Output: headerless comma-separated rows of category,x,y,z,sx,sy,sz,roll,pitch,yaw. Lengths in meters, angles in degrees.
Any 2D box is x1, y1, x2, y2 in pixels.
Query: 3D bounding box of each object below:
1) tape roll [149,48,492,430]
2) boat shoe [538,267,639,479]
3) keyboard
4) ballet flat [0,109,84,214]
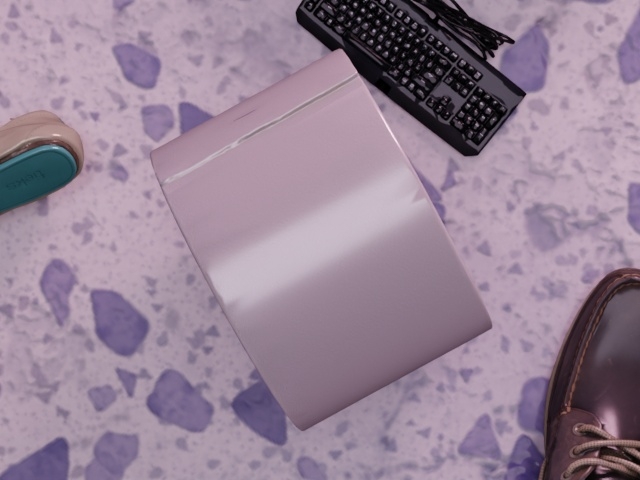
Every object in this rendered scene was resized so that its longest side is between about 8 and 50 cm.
tape roll,0.000,0.000,1.493,0.169,0.246,0.246,-29,88,2
boat shoe,0.232,0.199,1.538,0.132,0.130,0.355,9,89,2
keyboard,0.079,-0.161,1.597,0.192,0.038,0.100,38,90,1
ballet flat,-0.309,-0.038,1.589,0.248,0.086,0.086,-23,88,-2
